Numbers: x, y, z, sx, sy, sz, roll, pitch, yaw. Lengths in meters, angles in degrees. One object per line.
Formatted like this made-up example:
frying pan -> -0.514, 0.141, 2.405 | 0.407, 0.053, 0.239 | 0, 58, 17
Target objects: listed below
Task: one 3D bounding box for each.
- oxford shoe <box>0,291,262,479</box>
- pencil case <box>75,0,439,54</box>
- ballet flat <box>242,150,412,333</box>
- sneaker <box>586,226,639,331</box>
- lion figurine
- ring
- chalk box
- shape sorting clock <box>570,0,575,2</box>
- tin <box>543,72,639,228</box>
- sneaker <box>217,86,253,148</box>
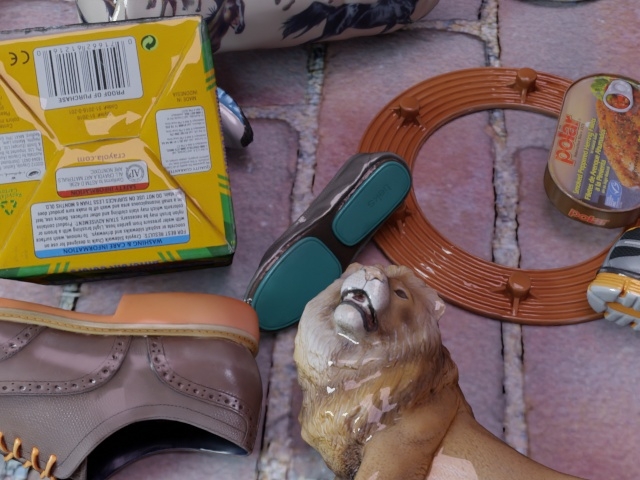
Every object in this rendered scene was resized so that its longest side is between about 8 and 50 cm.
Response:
oxford shoe -> -0.225, 0.124, 0.730 | 0.364, 0.130, 0.132 | -5, 61, -5
pencil case -> -0.055, -0.289, 0.990 | 0.411, 0.160, 0.183 | -14, 57, -26
ballet flat -> 0.000, 0.000, 0.871 | 0.213, 0.072, 0.068 | -46, 28, -15
sneaker -> 0.346, 0.050, 0.823 | 0.215, 0.084, 0.083 | 21, 63, 9
lion figurine -> 0.122, 0.192, 0.704 | 0.392, 0.142, 0.240 | 37, 51, 7
ring -> 0.201, -0.064, 0.948 | 0.337, 0.032, 0.336 | 1, 53, -1
chalk box -> -0.169, -0.057, 0.806 | 0.180, 0.289, 0.179 | -7, 86, -5
shape sorting clock -> 0.283, -0.371, 1.180 | 0.206, 0.040, 0.206 | 1, 53, -1
tin -> 0.279, -0.090, 0.930 | 0.106, 0.040, 0.189 | 19, 54, 7
sneaker -> -0.153, -0.126, 0.966 | 0.191, 0.071, 0.083 | 27, 62, 27
